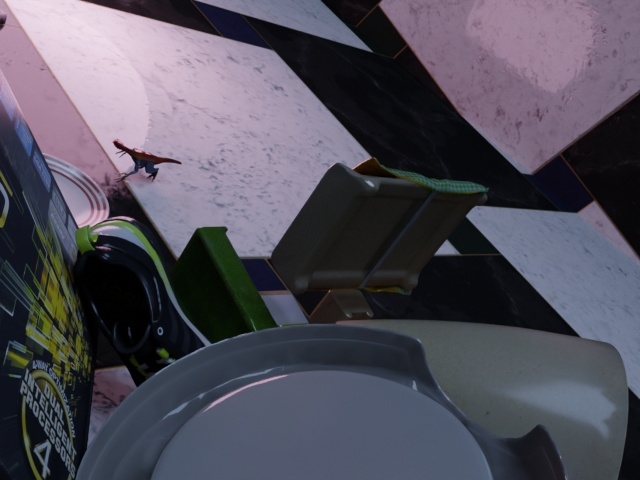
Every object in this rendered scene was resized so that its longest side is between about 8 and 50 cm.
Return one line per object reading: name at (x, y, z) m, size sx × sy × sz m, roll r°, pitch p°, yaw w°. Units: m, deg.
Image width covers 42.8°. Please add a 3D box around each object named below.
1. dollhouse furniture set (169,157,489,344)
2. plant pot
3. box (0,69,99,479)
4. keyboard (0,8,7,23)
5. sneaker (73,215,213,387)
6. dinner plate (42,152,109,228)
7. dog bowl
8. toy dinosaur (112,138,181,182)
dollhouse furniture set at (0.000, 0.000, 0.883) m, size 0.197 × 0.301 × 0.151 m, roll 2°, pitch 44°, yaw -44°
plant pot at (0.126, 0.186, 0.836) m, size 0.274 × 0.256 × 0.256 m, roll 17°, pitch 27°, yaw 2°
box at (-0.265, -0.007, 0.551) m, size 0.097 × 0.395 × 0.318 m, roll -16°, pitch 36°, yaw -1°
keyboard at (-0.504, -0.320, 1.125) m, size 0.100 × 0.038 × 0.192 m, roll 37°, pitch 27°, yaw 3°
sneaker at (-0.156, 0.091, 0.714) m, size 0.097 × 0.084 × 0.235 m, roll -78°, pitch 143°, yaw -71°
dinner plate at (-0.310, -0.053, 0.932) m, size 0.141 × 0.017 × 0.141 m, roll 26°, pitch 28°, yaw -15°
dog bowl at (0.001, 0.202, 0.603) m, size 0.348 × 0.102 × 0.349 m, roll -2°, pitch 30°, yaw 1°
toy dinosaur at (-0.235, -0.113, 1.058) m, size 0.047 × 0.090 × 0.082 m, roll 57°, pitch -12°, yaw 18°
